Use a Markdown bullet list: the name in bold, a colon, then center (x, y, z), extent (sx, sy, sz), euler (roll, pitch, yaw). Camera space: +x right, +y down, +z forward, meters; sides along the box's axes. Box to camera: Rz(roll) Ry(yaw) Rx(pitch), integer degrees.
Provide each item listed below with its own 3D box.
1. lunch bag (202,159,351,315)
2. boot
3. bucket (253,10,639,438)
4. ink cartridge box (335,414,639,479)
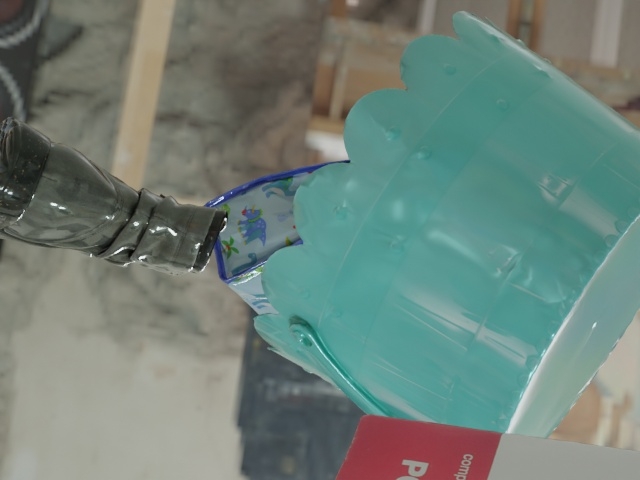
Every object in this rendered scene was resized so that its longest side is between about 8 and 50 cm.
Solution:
- **lunch bag**: center (0.000, 0.000, 1.383), extent (0.151, 0.096, 0.129), euler (-27, 148, 8)
- **boot**: center (-0.164, -0.013, 1.139), extent (0.161, 0.083, 0.246), euler (23, 172, -21)
- **bucket**: center (0.109, 0.009, 1.129), extent (0.183, 0.281, 0.281), euler (34, 172, 18)
- **ink cartridge box**: center (0.120, 0.170, 0.603), extent (0.237, 0.100, 0.172), euler (7, 126, 16)
